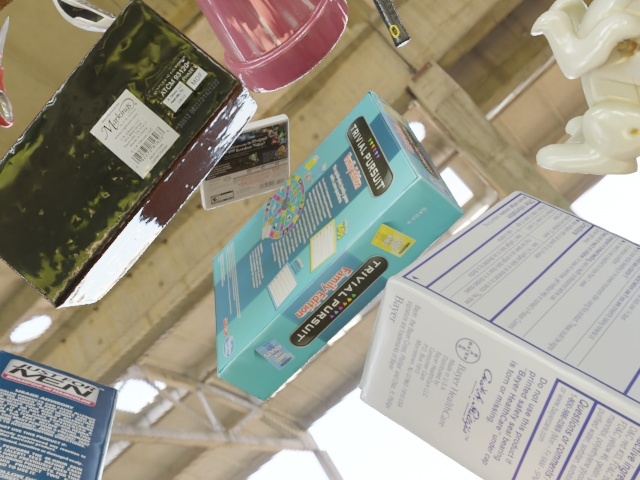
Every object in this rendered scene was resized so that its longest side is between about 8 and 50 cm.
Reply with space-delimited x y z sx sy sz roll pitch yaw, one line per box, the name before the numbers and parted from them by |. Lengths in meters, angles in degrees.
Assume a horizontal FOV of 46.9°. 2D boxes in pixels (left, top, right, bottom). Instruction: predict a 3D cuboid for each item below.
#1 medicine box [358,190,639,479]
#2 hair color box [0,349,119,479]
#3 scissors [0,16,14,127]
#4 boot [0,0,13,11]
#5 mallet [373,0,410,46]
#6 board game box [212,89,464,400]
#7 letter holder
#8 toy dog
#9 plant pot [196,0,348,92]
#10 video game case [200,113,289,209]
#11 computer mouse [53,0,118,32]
medicine box | 0.232 0.107 0.682 0.263 0.289 0.149 -29 -41 -46
hair color box | -0.210 0.211 0.432 0.105 0.347 0.173 22 -84 -13
scissors | -0.574 -0.322 1.288 0.021 0.297 0.109 -20 -31 12
boot | -0.136 -0.200 0.325 0.305 0.112 0.115 -44 -50 -3
mallet | 0.036 -0.283 0.760 0.062 0.189 0.039 -19 2 36
board game box | 0.000 0.000 0.931 0.079 0.253 0.336 36 -70 -27
letter holder | -0.221 -0.086 0.860 0.302 0.152 0.214 -50 -6 1
toy dog | 0.536 -0.327 1.192 0.285 0.395 0.407 -29 -57 -42
plant pot | -0.089 -0.347 1.066 0.201 0.201 0.180 -40 -52 7
video game case | -0.152 -0.155 1.470 0.190 0.022 0.173 -18 -42 -18
computer mouse | -0.371 -0.369 1.261 0.193 0.106 0.042 24 -72 -11
